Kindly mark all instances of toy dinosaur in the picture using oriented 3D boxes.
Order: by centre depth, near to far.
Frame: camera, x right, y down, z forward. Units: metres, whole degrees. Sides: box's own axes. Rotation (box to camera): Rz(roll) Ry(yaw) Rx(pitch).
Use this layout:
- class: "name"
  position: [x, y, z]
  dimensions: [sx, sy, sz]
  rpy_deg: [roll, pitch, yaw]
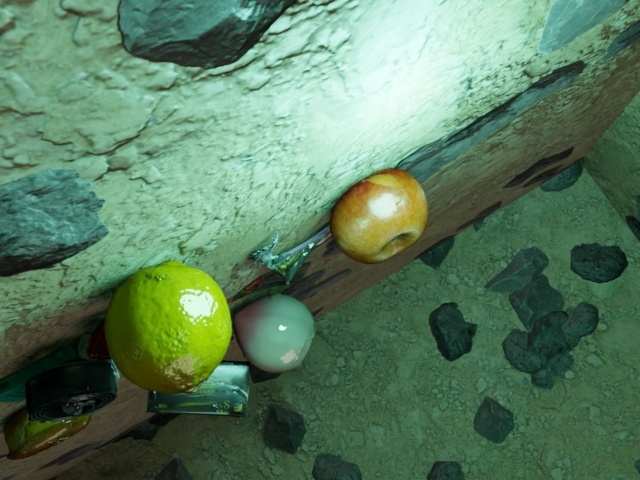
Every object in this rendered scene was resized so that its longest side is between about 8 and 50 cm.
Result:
- class: "toy dinosaur"
  position: [-0.150, 0.034, 1.499]
  dimensions: [0.082, 0.039, 0.209]
  rpy_deg: [-20, 162, -31]

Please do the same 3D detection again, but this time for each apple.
- class: "apple"
  position: [0.156, -0.060, 1.454]
  dimensions: [0.271, 0.206, 0.251]
  rpy_deg: [-29, 163, 2]

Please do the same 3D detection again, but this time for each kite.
- class: "kite"
  position: [-0.255, 0.180, 1.863]
  dimensions: [0.222, 0.008, 0.125]
  rpy_deg: [-33, 166, 11]

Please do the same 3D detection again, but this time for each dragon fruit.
- class: "dragon fruit"
  position: [-0.512, 0.232, 1.341]
  dimensions: [0.127, 0.121, 0.161]
  rpy_deg: [-24, 163, 39]

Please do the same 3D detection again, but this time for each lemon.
- class: "lemon"
  position: [-0.328, 0.186, 1.188]
  dimensions: [0.293, 0.293, 0.293]
  rpy_deg: [-28, 166, -8]

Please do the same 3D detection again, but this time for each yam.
- class: "yam"
  position: [-0.561, 0.273, 1.438]
  dimensions: [0.068, 0.068, 0.169]
  rpy_deg: [-32, 167, 8]

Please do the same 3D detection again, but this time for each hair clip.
- class: "hair clip"
  position: [0.000, 0.000, 1.662]
  dimensions: [0.358, 0.096, 0.110]
  rpy_deg: [-38, 131, -2]

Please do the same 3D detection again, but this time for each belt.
- class: "belt"
  position: [-0.631, 0.382, 1.387]
  dimensions: [0.206, 0.116, 0.267]
  rpy_deg: [-5, 155, -31]

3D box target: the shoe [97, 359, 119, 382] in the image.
- class: "shoe"
  position: [-0.677, 0.410, 1.625]
  dimensions: [0.207, 0.092, 0.106]
  rpy_deg: [-35, 171, 32]

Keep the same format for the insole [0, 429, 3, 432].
- class: "insole"
  position: [-1.034, 0.644, 1.900]
  dimensions: [0.064, 0.004, 0.188]
  rpy_deg: [-31, 166, 10]

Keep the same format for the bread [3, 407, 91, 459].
- class: "bread"
  position: [-0.881, 0.597, 1.769]
  dimensions: [0.268, 0.146, 0.268]
  rpy_deg: [-26, 169, -5]

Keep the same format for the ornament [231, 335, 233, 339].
- class: "ornament"
  position: [-0.450, 0.378, 2.048]
  dimensions: [0.230, 0.061, 0.245]
  rpy_deg: [-26, 161, -8]

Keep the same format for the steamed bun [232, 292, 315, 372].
- class: "steamed bun"
  position: [-0.192, 0.330, 2.026]
  dimensions: [0.309, 0.309, 0.309]
  rpy_deg: [-28, 166, -8]

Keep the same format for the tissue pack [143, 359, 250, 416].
- class: "tissue pack"
  position: [-0.457, 0.540, 2.021]
  dimensions: [0.369, 0.210, 0.198]
  rpy_deg: [7, 165, -14]

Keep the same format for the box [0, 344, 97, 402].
- class: "box"
  position: [-0.722, 0.352, 1.432]
  dimensions: [0.226, 0.042, 0.161]
  rpy_deg: [-28, 167, -9]
